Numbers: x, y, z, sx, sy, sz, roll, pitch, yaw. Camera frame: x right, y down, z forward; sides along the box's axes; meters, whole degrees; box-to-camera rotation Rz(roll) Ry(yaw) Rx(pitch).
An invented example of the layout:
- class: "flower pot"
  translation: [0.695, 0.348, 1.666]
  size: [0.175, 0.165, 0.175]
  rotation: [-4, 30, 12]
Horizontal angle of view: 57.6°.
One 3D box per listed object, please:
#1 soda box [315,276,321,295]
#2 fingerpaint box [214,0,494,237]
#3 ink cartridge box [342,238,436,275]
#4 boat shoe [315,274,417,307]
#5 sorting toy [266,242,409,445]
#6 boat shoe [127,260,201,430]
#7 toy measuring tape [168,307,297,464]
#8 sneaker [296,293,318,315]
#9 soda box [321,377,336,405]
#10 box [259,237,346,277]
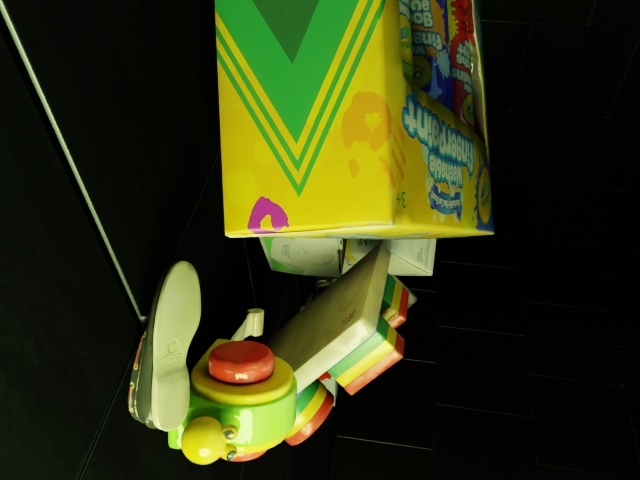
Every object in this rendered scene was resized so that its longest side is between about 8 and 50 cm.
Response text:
- class: "soda box"
  translation: [0.034, 0.080, 1.629]
  size: [0.210, 0.067, 0.071]
  rotation: [-73, 167, -57]
- class: "fingerpaint box"
  translation: [0.076, -0.186, 0.655]
  size: [0.444, 0.163, 0.372]
  rotation: [2, 85, -64]
- class: "ink cartridge box"
  translation: [0.092, -0.031, 1.144]
  size: [0.168, 0.232, 0.171]
  rotation: [24, 68, -49]
- class: "boat shoe"
  translation: [0.094, 0.122, 1.327]
  size: [0.130, 0.132, 0.355]
  rotation: [-51, -163, -10]
- class: "sorting toy"
  translation: [0.012, 0.154, 0.817]
  size: [0.255, 0.089, 0.257]
  rotation: [-42, -173, 21]
- class: "boat shoe"
  translation: [-0.127, 0.082, 0.467]
  size: [0.049, 0.042, 0.133]
  rotation: [13, 81, -57]
- class: "toy measuring tape"
  translation: [-0.071, 0.152, 0.666]
  size: [0.330, 0.121, 0.122]
  rotation: [-56, 151, -76]
- class: "sneaker"
  translation: [0.006, 0.181, 1.363]
  size: [0.223, 0.098, 0.083]
  rotation: [-40, 135, -80]
- class: "soda box"
  translation: [0.013, 0.383, 1.674]
  size: [0.069, 0.073, 0.216]
  rotation: [-76, 169, -49]
- class: "box"
  translation: [-0.014, -0.101, 0.869]
  size: [0.262, 0.126, 0.231]
  rotation: [81, 16, -64]
